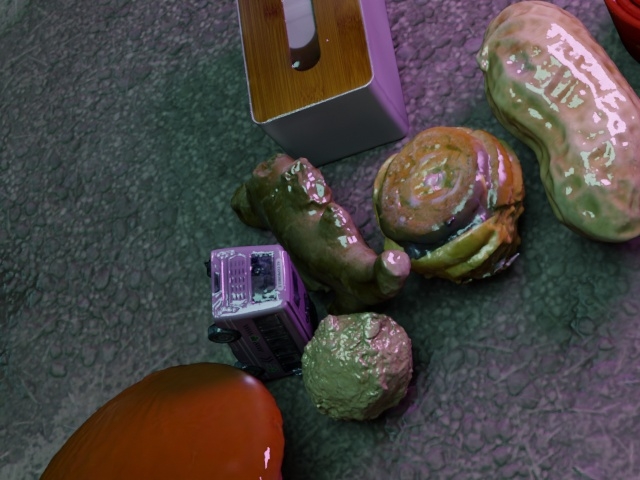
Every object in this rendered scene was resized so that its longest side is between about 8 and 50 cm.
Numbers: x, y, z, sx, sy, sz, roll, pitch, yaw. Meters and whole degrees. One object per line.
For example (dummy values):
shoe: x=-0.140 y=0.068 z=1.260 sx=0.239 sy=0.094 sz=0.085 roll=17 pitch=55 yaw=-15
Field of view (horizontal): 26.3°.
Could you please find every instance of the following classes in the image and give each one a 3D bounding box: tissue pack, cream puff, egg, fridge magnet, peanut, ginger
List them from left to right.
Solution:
fridge magnet: x=-0.182 y=0.291 z=1.474 sx=0.364 sy=0.155 sz=0.363 roll=-28 pitch=34 yaw=21
ginger: x=-0.001 y=-0.001 z=1.591 sx=0.080 sy=0.166 sz=0.333 roll=-26 pitch=45 yaw=-27
tissue pack: x=0.002 y=-0.236 z=1.695 sx=0.159 sy=0.136 sz=0.246 roll=-19 pitch=59 yaw=17
egg: x=0.041 y=0.137 z=1.509 sx=0.140 sy=0.118 sz=0.116 roll=-49 pitch=35 yaw=24
cream puff: x=0.153 y=-0.035 z=1.532 sx=0.189 sy=0.129 sz=0.189 roll=-20 pitch=54 yaw=29
peanut: x=0.273 y=-0.135 z=1.510 sx=0.140 sy=0.153 sz=0.325 roll=-56 pitch=41 yaw=44

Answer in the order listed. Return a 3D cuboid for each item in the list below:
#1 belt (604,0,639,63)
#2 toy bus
belt: x=0.478 y=-0.307 z=1.520 sx=0.324 sy=0.115 sz=0.227 roll=-21 pitch=61 yaw=17
toy bus: x=-0.061 y=0.082 z=1.539 sx=0.108 sy=0.199 sz=0.096 roll=-9 pitch=62 yaw=9
